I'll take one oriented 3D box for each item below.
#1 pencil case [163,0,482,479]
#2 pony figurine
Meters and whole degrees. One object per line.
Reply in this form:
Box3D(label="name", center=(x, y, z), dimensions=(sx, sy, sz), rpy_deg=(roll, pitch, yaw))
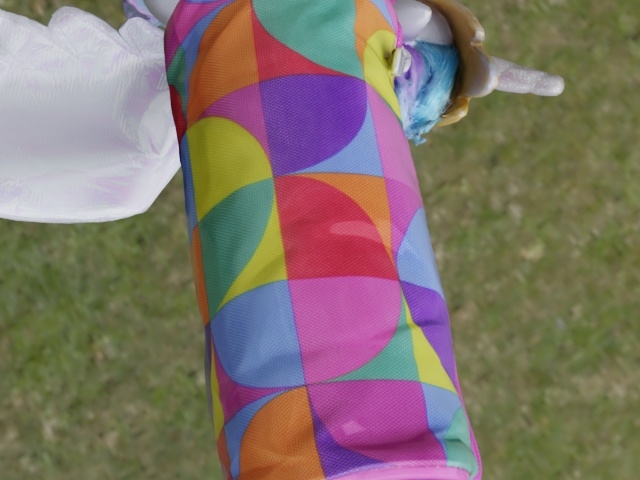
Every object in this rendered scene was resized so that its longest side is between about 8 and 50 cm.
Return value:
Box3D(label="pencil case", center=(0.000, 0.000, 0.669), dimensions=(0.104, 0.236, 0.104), rpy_deg=(-6, 155, -3))
Box3D(label="pony figurine", center=(-0.053, -0.149, 0.982), dimensions=(0.351, 0.363, 0.303), rpy_deg=(16, 102, -4))
